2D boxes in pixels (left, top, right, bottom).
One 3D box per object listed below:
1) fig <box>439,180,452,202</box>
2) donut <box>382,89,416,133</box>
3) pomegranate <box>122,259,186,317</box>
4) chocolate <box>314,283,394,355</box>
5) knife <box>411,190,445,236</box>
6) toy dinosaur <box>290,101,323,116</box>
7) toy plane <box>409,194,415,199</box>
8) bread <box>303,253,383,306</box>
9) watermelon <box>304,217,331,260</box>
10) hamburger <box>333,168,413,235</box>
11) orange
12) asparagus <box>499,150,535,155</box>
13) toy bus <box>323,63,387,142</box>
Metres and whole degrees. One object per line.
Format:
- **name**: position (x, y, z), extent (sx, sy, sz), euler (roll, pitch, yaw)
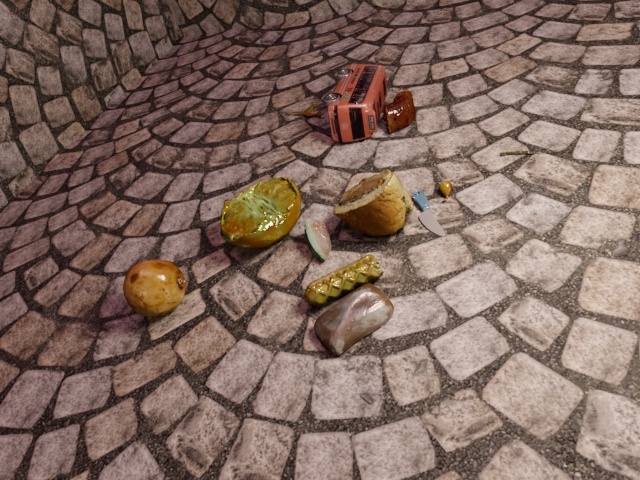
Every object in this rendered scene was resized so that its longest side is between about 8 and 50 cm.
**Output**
- **fig**: position (0.458, -0.177, 1.898), extent (0.050, 0.050, 0.083), euler (0, 65, 22)
- **donut**: position (0.357, -0.577, 2.305), extent (0.187, 0.126, 0.144), euler (-24, 49, -4)
- **pomegranate**: position (-0.576, 0.158, 1.825), extent (0.215, 0.215, 0.215), euler (-11, 42, 10)
- **chocolate**: position (0.095, 0.223, 1.586), extent (0.254, 0.080, 0.157), euler (-33, 43, -13)
- **knife**: position (0.379, -0.093, 1.855), extent (0.058, 0.032, 0.244), euler (-17, 46, 2)
- **toy dinosaur**: position (-0.065, -0.634, 2.592), extent (0.162, 0.039, 0.126), euler (-18, 43, 5)
- **toy plane**: position (0.261, -0.167, 1.941), extent (0.189, 0.061, 0.130), euler (21, 16, 25)
- **bread**: position (0.071, 0.133, 1.687), extent (0.270, 0.087, 0.098), euler (-26, 43, -7)
- **watermelon**: position (-0.009, 0.004, 1.876), extent (0.094, 0.081, 0.180), euler (-2, 59, -3)
- **hamburger**: position (0.208, -0.109, 1.815), extent (0.330, 0.209, 0.162), euler (-24, 33, 58)
- **orange**: position (-0.215, -0.087, 1.957), extent (0.335, 0.196, 0.263), euler (-38, 30, -25)
- **asparagus**: position (0.744, -0.331, 1.963), extent (0.127, 0.015, 0.018), euler (1, 44, 23)
- **toy bus**: position (0.173, -0.633, 2.376), extent (0.233, 0.203, 0.426), euler (3, 44, 18)
